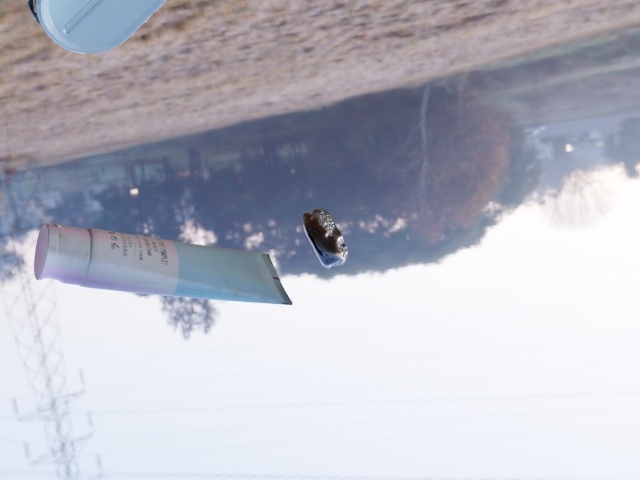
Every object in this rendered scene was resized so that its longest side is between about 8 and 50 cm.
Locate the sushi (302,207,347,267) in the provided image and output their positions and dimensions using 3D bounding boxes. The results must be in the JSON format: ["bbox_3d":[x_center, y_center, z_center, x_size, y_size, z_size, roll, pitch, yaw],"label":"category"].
[{"bbox_3d":[0.000,0.000,1.161,0.044,0.083,0.046,-26,-177,28],"label":"sushi"}]

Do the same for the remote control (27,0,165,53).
[{"bbox_3d":[-0.169,-0.281,0.826,0.247,0.104,0.052,-43,-132,1],"label":"remote control"}]

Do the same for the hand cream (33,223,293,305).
[{"bbox_3d":[-0.189,0.034,1.083,0.312,0.070,0.111,11,-150,-29],"label":"hand cream"}]
